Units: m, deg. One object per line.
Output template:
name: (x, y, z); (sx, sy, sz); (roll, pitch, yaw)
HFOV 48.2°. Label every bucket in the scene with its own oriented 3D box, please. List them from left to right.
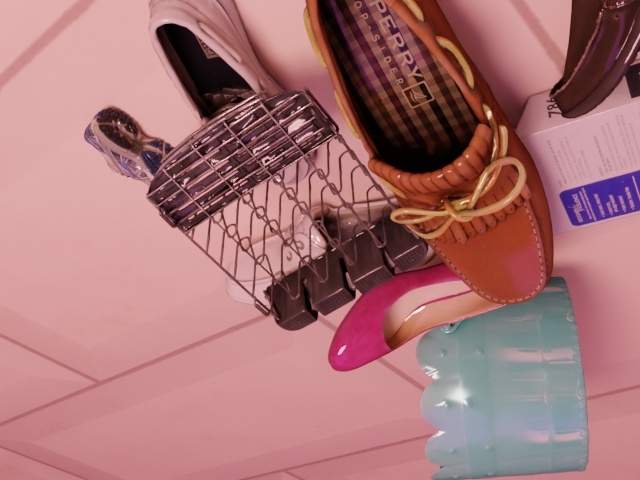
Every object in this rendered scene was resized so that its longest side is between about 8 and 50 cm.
bucket: (0.226, 0.169, 0.907); (0.183, 0.281, 0.281); (-5, 141, 12)

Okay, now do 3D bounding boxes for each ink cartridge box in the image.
ink cartridge box: (0.327, -0.100, 0.706); (0.332, 0.065, 0.165); (-16, 137, 24)

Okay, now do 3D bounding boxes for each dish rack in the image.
dish rack: (-0.028, -0.029, 0.718); (0.208, 0.074, 0.271); (-32, 127, 15)

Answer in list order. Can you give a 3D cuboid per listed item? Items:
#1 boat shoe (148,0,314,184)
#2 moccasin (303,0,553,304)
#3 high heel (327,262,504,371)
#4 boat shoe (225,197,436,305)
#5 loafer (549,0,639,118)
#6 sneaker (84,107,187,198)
boat shoe: (-0.081, -0.133, 0.699); (0.096, 0.088, 0.268); (-8, 140, 17)
moccasin: (0.104, -0.083, 0.621); (0.139, 0.147, 0.380); (-14, 123, 24)
high heel: (0.126, 0.080, 0.775); (0.244, 0.117, 0.082); (-33, 129, -16)
boat shoe: (0.000, 0.000, 0.860); (0.276, 0.098, 0.096); (-16, 138, 13)
loafer: (0.242, -0.202, 0.588); (0.078, 0.080, 0.220); (28, 133, 9)
sneaker: (-0.208, -0.093, 0.809); (0.058, 0.052, 0.135); (-17, 130, 41)
